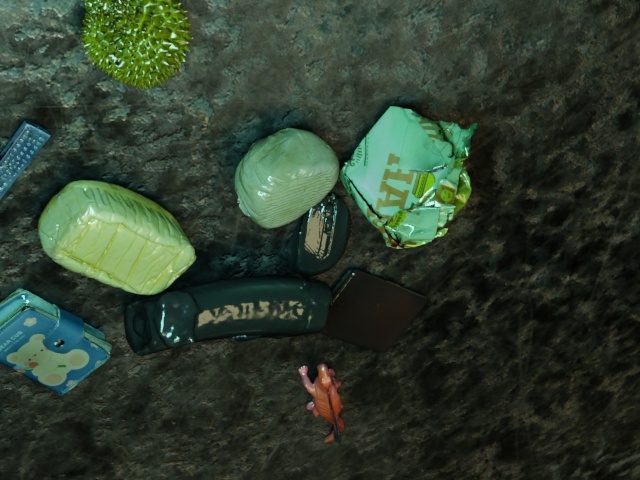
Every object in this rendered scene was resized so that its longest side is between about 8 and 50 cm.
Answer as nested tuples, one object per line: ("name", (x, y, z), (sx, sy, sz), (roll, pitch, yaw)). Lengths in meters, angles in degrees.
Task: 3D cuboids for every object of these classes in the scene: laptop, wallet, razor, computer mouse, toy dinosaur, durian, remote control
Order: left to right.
("remote control", (-0.451, -0.106, 1.693), (0.043, 0.027, 0.152), (32, 107, -36))
("wallet", (-0.449, 0.165, 1.906), (0.141, 0.059, 0.202), (-37, 134, 15))
("durian", (-0.255, -0.285, 1.592), (0.146, 0.102, 0.208), (-34, 132, 10))
("razor", (-0.151, 0.120, 1.947), (0.327, 0.107, 0.189), (-5, 172, -28))
("computer mouse", (0.000, 0.000, 1.999), (0.099, 0.057, 0.172), (4, 124, -22))
("toy dinosaur", (0.025, 0.344, 2.253), (0.070, 0.139, 0.286), (-20, 135, -10))
("laptop", (0.088, 0.131, 2.186), (0.207, 0.026, 0.154), (21, 114, -40))

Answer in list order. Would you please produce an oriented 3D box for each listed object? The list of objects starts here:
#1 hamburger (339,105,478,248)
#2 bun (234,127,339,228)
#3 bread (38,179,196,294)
("hamburger", (0.160, -0.108, 1.889), (0.235, 0.214, 0.125), (-43, 146, 4))
("bun", (-0.062, -0.106, 1.836), (0.166, 0.113, 0.173), (-45, 157, 20))
("bread", (-0.310, -0.007, 1.795), (0.236, 0.106, 0.140), (26, 112, -41))
